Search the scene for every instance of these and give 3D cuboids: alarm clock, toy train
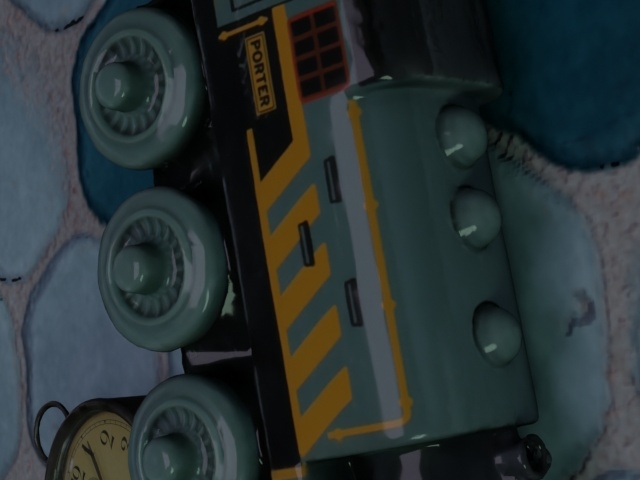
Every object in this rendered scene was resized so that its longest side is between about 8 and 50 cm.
[{"bbox_3d":[-0.113,0.145,0.884,0.192,0.064,0.129,30,113,42],"label":"alarm clock"},{"bbox_3d":[0.000,0.000,0.707,0.190,0.142,0.333,-16,78,38],"label":"toy train"}]
